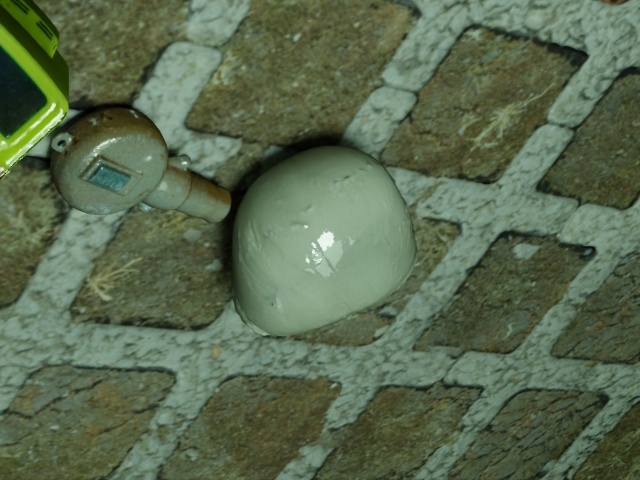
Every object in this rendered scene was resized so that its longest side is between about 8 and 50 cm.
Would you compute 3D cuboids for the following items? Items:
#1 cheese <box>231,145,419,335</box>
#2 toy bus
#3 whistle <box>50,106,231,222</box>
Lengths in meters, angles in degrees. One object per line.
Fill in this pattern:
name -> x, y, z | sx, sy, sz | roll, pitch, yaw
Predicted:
cheese -> 0.000, 0.000, 1.546 | 0.198, 0.154, 0.189 | -25, 137, -10
toy bus -> -0.261, -0.113, 1.138 | 0.150, 0.262, 0.128 | -42, 105, 2
whistle -> -0.164, -0.058, 1.440 | 0.107, 0.057, 0.220 | -46, 143, 16
